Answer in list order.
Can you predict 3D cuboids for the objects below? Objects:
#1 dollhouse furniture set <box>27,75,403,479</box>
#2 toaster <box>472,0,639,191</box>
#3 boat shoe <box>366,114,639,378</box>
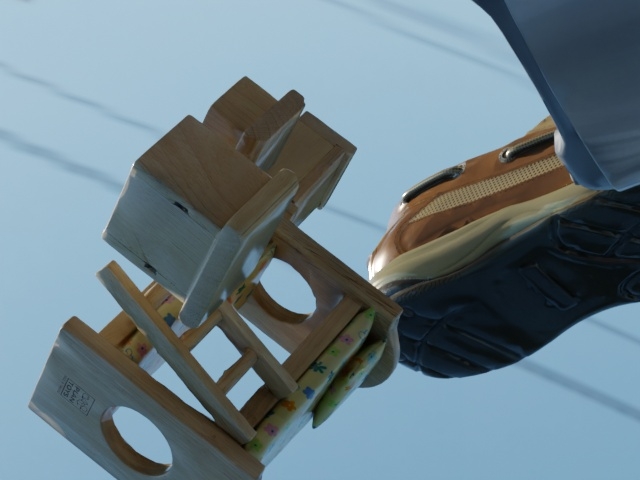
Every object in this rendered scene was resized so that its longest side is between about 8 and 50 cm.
[{"bbox_3d":[0.000,0.000,0.711,0.101,0.161,0.182,38,-132,7],"label":"dollhouse furniture set"},{"bbox_3d":[0.128,-0.124,0.665,0.227,0.146,0.129,52,-150,-45],"label":"toaster"},{"bbox_3d":[0.159,-0.030,1.064,0.122,0.324,0.120,44,-144,-40],"label":"boat shoe"}]
